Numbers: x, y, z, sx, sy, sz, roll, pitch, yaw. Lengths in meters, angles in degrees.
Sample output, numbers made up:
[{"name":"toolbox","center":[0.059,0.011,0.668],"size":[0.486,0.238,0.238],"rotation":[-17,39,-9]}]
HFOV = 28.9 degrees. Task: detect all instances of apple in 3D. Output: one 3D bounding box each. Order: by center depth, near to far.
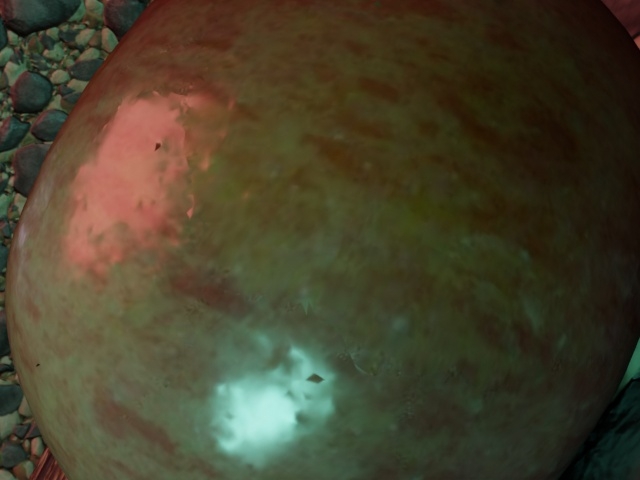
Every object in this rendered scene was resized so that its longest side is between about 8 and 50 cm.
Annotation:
[{"name":"apple","center":[0.000,0.000,0.609],"size":[0.345,0.269,0.345],"rotation":[-57,13,21]}]
